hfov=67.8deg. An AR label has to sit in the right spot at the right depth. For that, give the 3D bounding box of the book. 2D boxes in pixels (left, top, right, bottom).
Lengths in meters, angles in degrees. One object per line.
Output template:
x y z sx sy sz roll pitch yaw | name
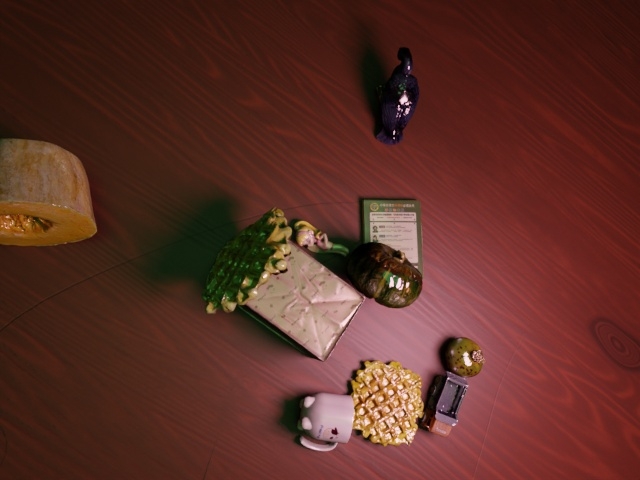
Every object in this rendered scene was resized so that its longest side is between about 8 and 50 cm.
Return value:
0.236 -0.001 1.554 0.201 0.027 0.265 0 83 -11 | book

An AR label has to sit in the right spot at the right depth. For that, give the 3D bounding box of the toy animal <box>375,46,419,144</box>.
0.247 -0.462 1.541 0.122 0.185 0.299 5 100 -16 | toy animal

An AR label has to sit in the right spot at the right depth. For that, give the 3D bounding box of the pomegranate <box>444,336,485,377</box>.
0.452 0.369 1.499 0.130 0.130 0.131 2 82 -12 | pomegranate

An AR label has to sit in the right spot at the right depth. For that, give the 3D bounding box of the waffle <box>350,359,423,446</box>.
0.202 0.498 1.467 0.244 0.052 0.255 14 78 -8 | waffle

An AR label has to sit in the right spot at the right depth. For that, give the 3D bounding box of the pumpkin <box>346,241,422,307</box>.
0.188 0.095 1.396 0.237 0.238 0.159 28 96 -7 | pumpkin

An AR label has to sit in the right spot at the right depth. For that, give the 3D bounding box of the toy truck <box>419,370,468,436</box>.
0.383 0.505 1.474 0.083 0.092 0.192 24 86 -9 | toy truck

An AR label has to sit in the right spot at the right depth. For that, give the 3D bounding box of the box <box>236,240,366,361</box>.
-0.060 0.177 1.385 0.297 0.190 0.225 37 75 -6 | box

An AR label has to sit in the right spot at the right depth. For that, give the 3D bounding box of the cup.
0.006 0.523 1.397 0.141 0.174 0.134 10 49 -9 | cup

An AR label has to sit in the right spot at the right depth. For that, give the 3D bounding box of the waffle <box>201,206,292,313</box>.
-0.202 0.049 1.301 0.297 0.317 0.073 -31 126 19 | waffle

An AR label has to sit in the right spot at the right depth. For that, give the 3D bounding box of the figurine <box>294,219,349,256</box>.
0.000 0.000 1.485 0.187 0.083 0.083 21 79 -2 | figurine

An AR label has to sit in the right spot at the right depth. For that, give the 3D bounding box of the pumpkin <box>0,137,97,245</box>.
-0.752 -0.122 1.228 0.331 0.332 0.199 1 69 -12 | pumpkin
